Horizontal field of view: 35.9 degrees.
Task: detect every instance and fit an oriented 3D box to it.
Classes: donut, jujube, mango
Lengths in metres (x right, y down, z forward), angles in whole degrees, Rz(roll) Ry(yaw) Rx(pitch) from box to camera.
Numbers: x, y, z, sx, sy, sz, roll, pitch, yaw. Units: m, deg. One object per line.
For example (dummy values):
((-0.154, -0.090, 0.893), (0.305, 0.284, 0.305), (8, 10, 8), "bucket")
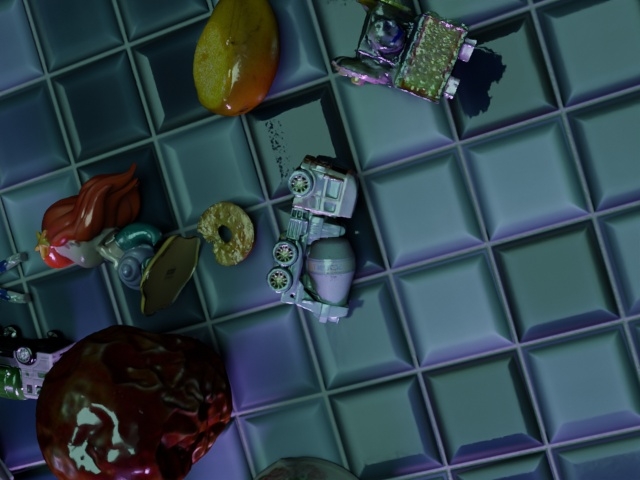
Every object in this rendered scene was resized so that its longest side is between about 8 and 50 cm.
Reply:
((-0.150, -0.013, 1.664), (0.097, 0.043, 0.108), (-28, 85, 17), "donut")
((-0.290, 0.264, 1.557), (0.276, 0.377, 0.276), (-1, 87, 13), "jujube")
((-0.132, -0.309, 1.606), (0.141, 0.102, 0.217), (10, 95, 39), "mango")

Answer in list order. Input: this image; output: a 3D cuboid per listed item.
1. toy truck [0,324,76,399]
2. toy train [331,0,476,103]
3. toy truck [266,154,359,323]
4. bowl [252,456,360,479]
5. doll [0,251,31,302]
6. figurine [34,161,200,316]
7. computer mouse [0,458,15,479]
((-0.561, 0.223, 1.780), (0.242, 0.101, 0.125), (5, 101, 19), "toy truck")
((0.116, -0.280, 1.460), (0.177, 0.261, 0.134), (21, 101, -4), "toy train")
((0.000, 0.000, 1.592), (0.140, 0.108, 0.257), (13, 101, 2), "toy truck")
((-0.036, 0.510, 1.627), (0.277, 0.145, 0.277), (2, 98, 17), "bowl")
((-0.643, 0.079, 1.814), (0.227, 0.057, 0.114), (-3, 98, 15), "doll")
((-0.346, -0.011, 1.667), (0.257, 0.181, 0.208), (26, 141, 15), "figurine")
((-0.673, 0.369, 1.817), (0.310, 0.072, 0.158), (51, 140, 6), "computer mouse")
